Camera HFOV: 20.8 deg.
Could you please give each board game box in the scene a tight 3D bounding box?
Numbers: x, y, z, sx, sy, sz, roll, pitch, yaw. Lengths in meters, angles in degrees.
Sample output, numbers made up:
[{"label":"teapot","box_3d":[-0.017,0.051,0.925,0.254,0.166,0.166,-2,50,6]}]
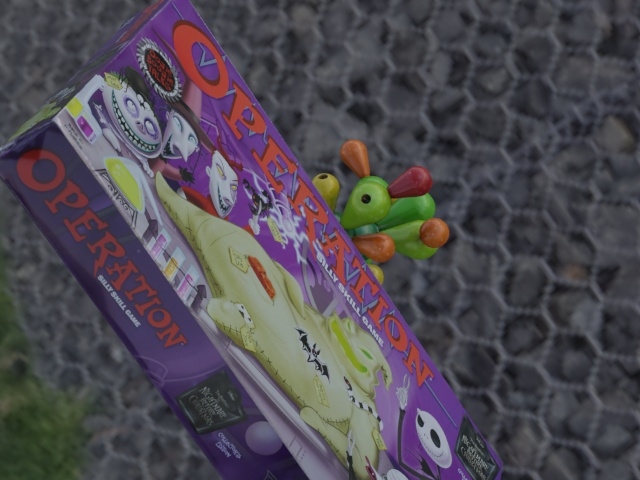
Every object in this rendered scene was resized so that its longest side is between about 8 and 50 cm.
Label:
[{"label":"board game box","box_3d":[-0.021,0.049,0.921,0.056,0.347,0.208,-29,16,19]}]

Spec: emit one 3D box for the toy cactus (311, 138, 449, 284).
[{"label":"toy cactus","box_3d":[0.000,0.000,1.278,0.180,0.112,0.219,-28,2,-9]}]
